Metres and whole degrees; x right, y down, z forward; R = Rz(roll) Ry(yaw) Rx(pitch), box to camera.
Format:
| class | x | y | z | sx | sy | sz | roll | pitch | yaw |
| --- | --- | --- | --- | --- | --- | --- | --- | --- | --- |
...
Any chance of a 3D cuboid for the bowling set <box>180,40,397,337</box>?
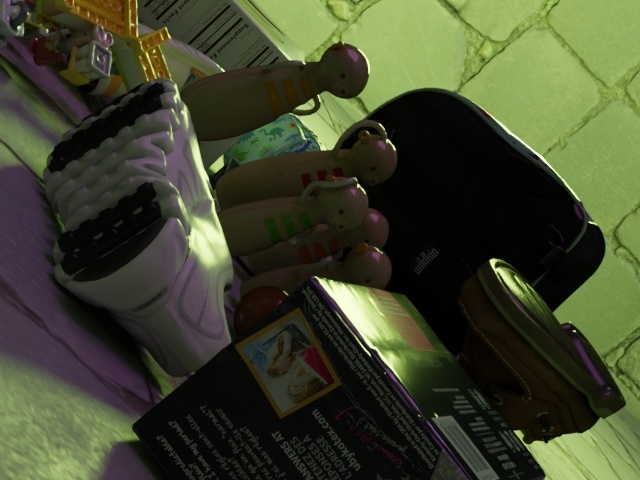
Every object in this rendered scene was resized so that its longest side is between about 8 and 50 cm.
| class | x | y | z | sx | sy | sz | roll | pitch | yaw |
| --- | --- | --- | --- | --- | --- | --- | --- | --- | --- |
| bowling set | 0.000 | 0.000 | 1.419 | 0.287 | 0.154 | 0.200 | 66 | 11 | -57 |

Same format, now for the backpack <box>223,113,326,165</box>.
| class | x | y | z | sx | sy | sz | roll | pitch | yaw |
| --- | --- | --- | --- | --- | --- | --- | --- | --- | --- |
| backpack | -0.049 | -0.084 | 1.809 | 0.084 | 0.105 | 0.114 | 59 | -3 | -32 |

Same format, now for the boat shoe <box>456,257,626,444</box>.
| class | x | y | z | sx | sy | sz | roll | pitch | yaw |
| --- | --- | --- | --- | --- | --- | --- | --- | --- | --- |
| boat shoe | 0.169 | 0.112 | 1.472 | 0.307 | 0.104 | 0.111 | 41 | 18 | -57 |

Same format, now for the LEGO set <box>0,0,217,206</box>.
| class | x | y | z | sx | sy | sz | roll | pitch | yaw |
| --- | --- | --- | --- | --- | --- | --- | --- | --- | --- |
| LEGO set | -0.192 | -0.129 | 1.423 | 0.287 | 0.107 | 0.132 | 48 | 41 | -42 |

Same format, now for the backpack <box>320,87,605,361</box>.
| class | x | y | z | sx | sy | sz | roll | pitch | yaw |
| --- | --- | --- | --- | --- | --- | --- | --- | --- | --- |
| backpack | 0.121 | -0.010 | 1.669 | 0.253 | 0.225 | 0.191 | 45 | 1 | 22 |

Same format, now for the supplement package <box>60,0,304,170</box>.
| class | x | y | z | sx | sy | sz | roll | pitch | yaw |
| --- | --- | --- | --- | --- | --- | --- | --- | --- | --- |
| supplement package | -0.135 | -0.200 | 1.748 | 0.203 | 0.149 | 0.194 | 46 | 8 | -11 |

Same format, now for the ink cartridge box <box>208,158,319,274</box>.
| class | x | y | z | sx | sy | sz | roll | pitch | yaw |
| --- | --- | --- | --- | --- | --- | --- | --- | --- | --- |
| ink cartridge box | -0.032 | 0.014 | 1.681 | 0.206 | 0.045 | 0.208 | 48 | 6 | -9 |

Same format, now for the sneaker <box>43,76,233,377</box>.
| class | x | y | z | sx | sy | sz | roll | pitch | yaw |
| --- | --- | --- | --- | --- | --- | --- | --- | --- | --- |
| sneaker | -0.116 | -0.013 | 1.189 | 0.118 | 0.110 | 0.292 | 53 | 13 | -28 |

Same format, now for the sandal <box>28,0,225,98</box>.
| class | x | y | z | sx | sy | sz | roll | pitch | yaw |
| --- | --- | --- | --- | --- | --- | --- | --- | --- | --- |
| sandal | -0.207 | -0.171 | 1.543 | 0.265 | 0.076 | 0.102 | 21 | 6 | -27 |

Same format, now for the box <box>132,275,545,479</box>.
| class | x | y | z | sx | sy | sz | roll | pitch | yaw |
| --- | --- | --- | --- | --- | --- | --- | --- | --- | --- |
| box | 0.021 | 0.132 | 1.062 | 0.163 | 0.142 | 0.247 | 52 | 10 | 13 |
